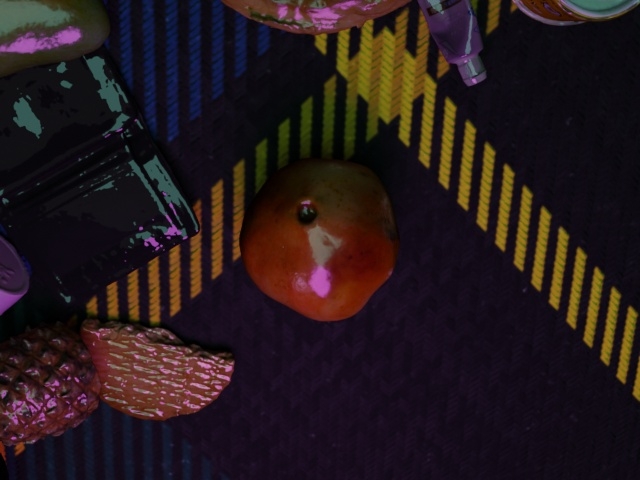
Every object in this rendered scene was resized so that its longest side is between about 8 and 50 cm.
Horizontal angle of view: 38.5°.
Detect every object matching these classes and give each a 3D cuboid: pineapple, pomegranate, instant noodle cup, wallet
[{"bbox_3d":[-0.436,0.216,1.202,0.278,0.157,0.158,-23,115,-35],"label":"pineapple"},{"bbox_3d":[-0.003,-0.002,1.170,0.209,0.209,0.209,-1,110,-2],"label":"pomegranate"},{"bbox_3d":[0.316,-0.339,1.087,0.182,0.144,0.182,-1,110,-2],"label":"instant noodle cup"},{"bbox_3d":[-0.328,-0.095,1.207,0.247,0.041,0.323,-28,105,7],"label":"wallet"}]

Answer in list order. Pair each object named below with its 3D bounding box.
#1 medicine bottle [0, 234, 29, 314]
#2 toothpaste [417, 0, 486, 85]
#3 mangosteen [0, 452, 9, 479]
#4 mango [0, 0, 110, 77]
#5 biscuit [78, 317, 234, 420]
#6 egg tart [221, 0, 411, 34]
[{"bbox_3d":[-0.522,0.096,1.212,0.254,0.152,0.152,-39,107,12],"label":"medicine bottle"},{"bbox_3d":[0.140,-0.336,1.134,0.075,0.048,0.301,-20,104,20],"label":"toothpaste"},{"bbox_3d":[-0.558,0.362,1.250,0.228,0.265,0.228,21,133,25],"label":"mangosteen"},{"bbox_3d":[-0.382,-0.274,1.096,0.250,0.114,0.157,-4,95,4],"label":"mango"},{"bbox_3d":[-0.242,0.192,1.321,0.224,0.033,0.145,13,111,-7],"label":"biscuit"},{"bbox_3d":[-0.004,-0.403,1.046,0.341,0.129,0.341,3,109,10],"label":"egg tart"}]
